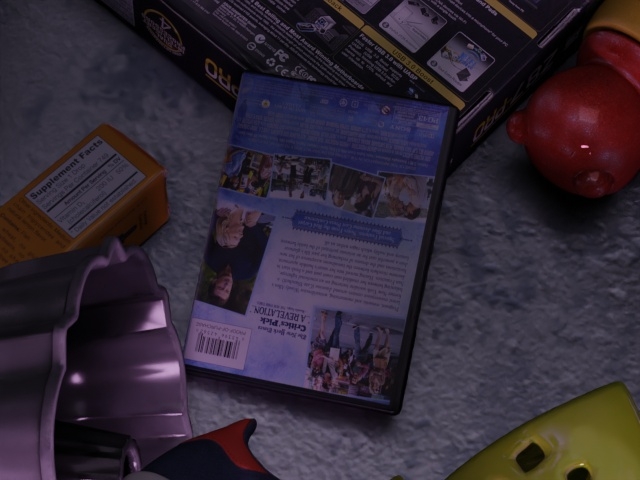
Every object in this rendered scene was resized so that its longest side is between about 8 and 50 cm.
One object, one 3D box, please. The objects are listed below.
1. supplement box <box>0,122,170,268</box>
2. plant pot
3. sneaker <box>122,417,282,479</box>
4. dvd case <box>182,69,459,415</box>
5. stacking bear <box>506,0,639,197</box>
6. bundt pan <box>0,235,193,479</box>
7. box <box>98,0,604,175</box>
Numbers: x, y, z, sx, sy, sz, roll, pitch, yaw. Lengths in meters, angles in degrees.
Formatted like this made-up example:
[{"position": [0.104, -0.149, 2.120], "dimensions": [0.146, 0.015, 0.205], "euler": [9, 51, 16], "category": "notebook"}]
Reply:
[{"position": [-0.227, 0.012, 1.436], "dimensions": [0.080, 0.078, 0.233], "euler": [41, 66, 19], "category": "supplement box"}, {"position": [0.149, 0.259, 1.259], "dimensions": [0.207, 0.228, 0.227], "euler": [-17, 67, -7], "category": "plant pot"}, {"position": [0.029, 0.246, 1.125], "dimensions": [0.350, 0.131, 0.148], "euler": [44, 48, 10], "category": "sneaker"}, {"position": [0.000, 0.000, 1.429], "dimensions": [0.180, 0.022, 0.253], "euler": [11, 83, 10], "category": "dvd case"}, {"position": [0.288, -0.149, 1.525], "dimensions": [0.175, 0.164, 0.289], "euler": [42, 71, 16], "category": "stacking bear"}, {"position": [-0.187, 0.164, 1.239], "dimensions": [0.124, 0.331, 0.330], "euler": [-3, 61, 12], "category": "bundt pan"}, {"position": [0.016, -0.241, 1.578], "dimensions": [0.395, 0.097, 0.318], "euler": [39, 68, 14], "category": "box"}]
